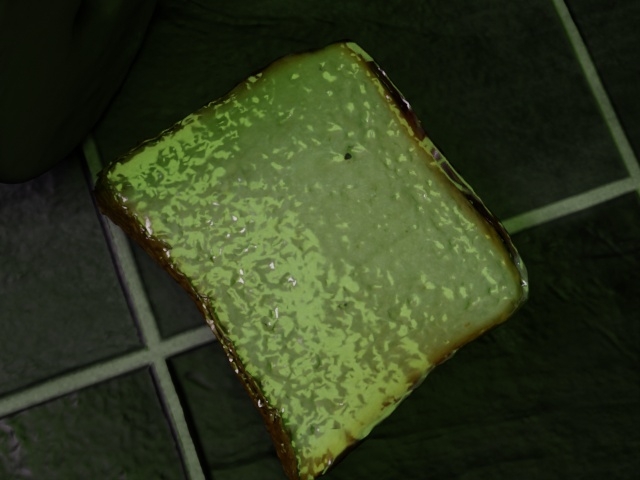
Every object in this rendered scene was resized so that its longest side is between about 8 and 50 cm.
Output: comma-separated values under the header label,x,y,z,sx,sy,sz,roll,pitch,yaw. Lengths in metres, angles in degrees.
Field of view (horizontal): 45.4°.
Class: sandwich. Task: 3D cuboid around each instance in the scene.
label,x,y,z,sx,sy,sz,roll,pitch,yaw
sandwich,0.000,0.000,0.643,0.271,0.099,0.301,-33,82,-21

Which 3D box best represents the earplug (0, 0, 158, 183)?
label,x,y,z,sx,sy,sz,roll,pitch,yaw
earplug,-0.325,-0.259,0.533,0.393,0.313,0.313,25,74,-2
